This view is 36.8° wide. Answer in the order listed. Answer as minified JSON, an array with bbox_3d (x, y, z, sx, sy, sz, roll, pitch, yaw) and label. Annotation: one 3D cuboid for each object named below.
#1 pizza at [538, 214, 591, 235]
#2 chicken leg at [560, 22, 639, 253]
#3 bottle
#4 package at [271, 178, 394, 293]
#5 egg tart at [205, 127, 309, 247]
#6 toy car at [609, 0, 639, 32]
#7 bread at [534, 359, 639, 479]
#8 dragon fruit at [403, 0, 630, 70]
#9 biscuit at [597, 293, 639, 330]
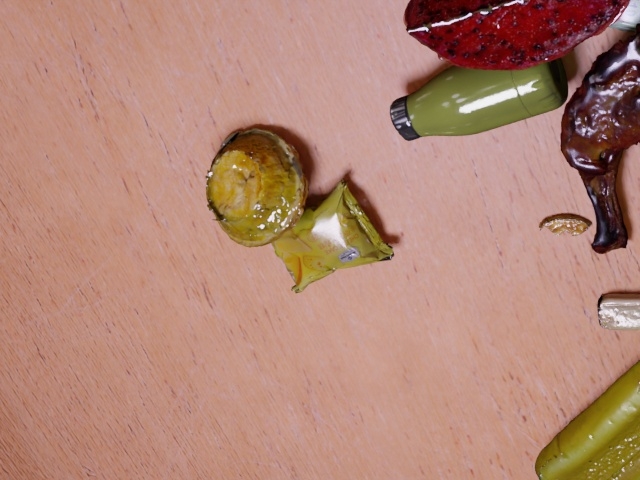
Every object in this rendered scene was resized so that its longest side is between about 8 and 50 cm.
[{"bbox_3d":[0.394,-0.024,1.550,0.083,0.016,0.037,0,118,18],"label":"pizza"},{"bbox_3d":[0.432,-0.147,1.408,0.158,0.096,0.407,28,141,25],"label":"chicken leg"},{"bbox_3d":[0.231,-0.216,1.444,0.260,0.112,0.112,-15,112,29],"label":"bottle"},{"bbox_3d":[0.000,0.000,1.678,0.226,0.090,0.168,-24,106,32],"label":"package"},{"bbox_3d":[-0.121,-0.092,1.636,0.212,0.090,0.212,-2,86,30],"label":"egg tart"},{"bbox_3d":[0.466,-0.320,1.308,0.224,0.076,0.090,15,122,14],"label":"toy car"},{"bbox_3d":[0.527,0.324,1.641,0.166,0.112,0.383,36,125,3],"label":"bread"},{"bbox_3d":[0.287,-0.349,1.312,0.317,0.205,0.152,-12,145,26],"label":"dragon fruit"},{"bbox_3d":[0.544,0.113,1.548,0.188,0.052,0.056,-2,102,23],"label":"biscuit"}]
